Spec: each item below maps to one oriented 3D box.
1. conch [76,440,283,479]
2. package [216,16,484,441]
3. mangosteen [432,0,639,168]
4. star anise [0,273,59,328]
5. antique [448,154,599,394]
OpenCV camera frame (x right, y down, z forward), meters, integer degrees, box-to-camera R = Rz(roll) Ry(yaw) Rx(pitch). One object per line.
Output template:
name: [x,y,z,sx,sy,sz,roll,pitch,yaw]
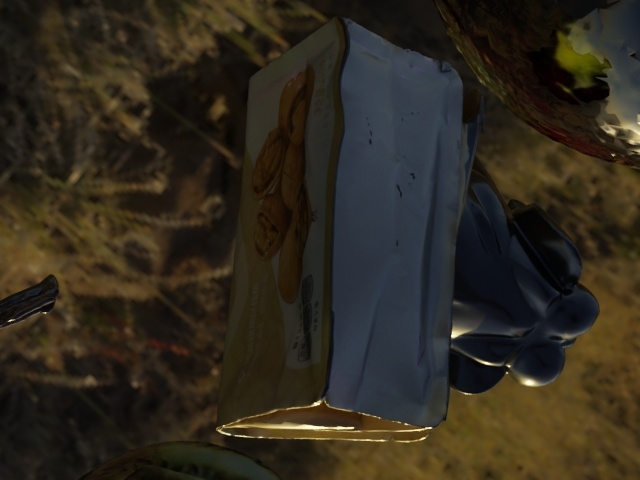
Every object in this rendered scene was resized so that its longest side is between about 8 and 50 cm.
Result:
conch: [-0.055,0.165,0.815,0.181,0.187,0.124,8,86,-66]
package: [0.032,0.005,1.372,0.165,0.221,0.311,12,72,-23]
mangosteen: [0.178,-0.166,0.785,0.288,0.288,0.288,-34,144,-29]
star anise: [-0.389,-0.015,1.548,0.237,0.148,0.346,-31,133,34]
antique: [0.111,0.004,1.573,0.322,0.255,0.185,21,111,-33]
